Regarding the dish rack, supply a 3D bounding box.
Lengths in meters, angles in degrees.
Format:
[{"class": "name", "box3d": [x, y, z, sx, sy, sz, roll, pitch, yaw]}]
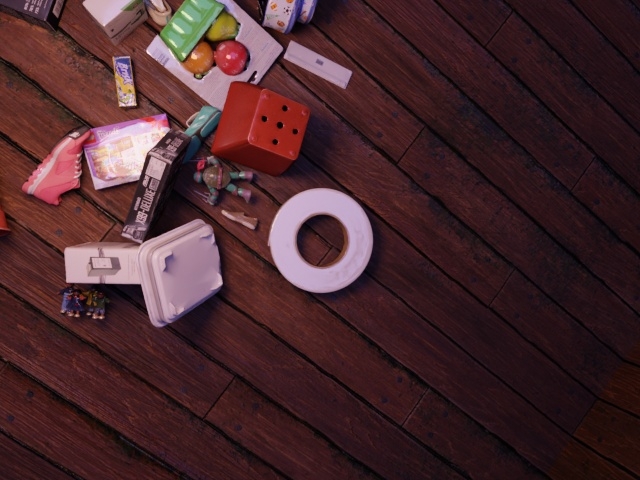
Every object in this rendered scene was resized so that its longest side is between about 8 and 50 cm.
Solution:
[{"class": "dish rack", "box3d": [-0.436, 0.101, 1.625, 0.072, 0.333, 0.286, 2, 110, 27]}]

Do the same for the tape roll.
[{"class": "tape roll", "box3d": [0.000, 0.000, 1.842, 0.391, 0.072, 0.392, -1, 93, -11]}]

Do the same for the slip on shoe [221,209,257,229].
[{"class": "slip on shoe", "box3d": [-0.290, -0.085, 1.789, 0.135, 0.051, 0.041, 27, 92, -14]}]

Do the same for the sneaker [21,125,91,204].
[{"class": "sneaker", "box3d": [-0.836, -0.246, 1.639, 0.314, 0.116, 0.136, -43, 116, 14]}]

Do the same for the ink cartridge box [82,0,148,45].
[{"class": "ink cartridge box", "box3d": [-0.655, -0.743, 1.606, 0.160, 0.219, 0.092, -44, 103, -6]}]

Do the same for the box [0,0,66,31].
[{"class": "box", "box3d": [-0.949, -0.798, 1.600, 0.207, 0.108, 0.153, 20, 89, -11]}]

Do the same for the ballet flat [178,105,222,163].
[{"class": "ballet flat", "box3d": [-0.444, -0.373, 1.729, 0.087, 0.083, 0.247, 31, 75, 18]}]

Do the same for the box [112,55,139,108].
[{"class": "box", "box3d": [-0.665, -0.538, 1.695, 0.059, 0.054, 0.169, -7, 94, -10]}]

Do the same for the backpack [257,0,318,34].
[{"class": "backpack", "box3d": [-0.111, -0.849, 1.703, 0.213, 0.276, 0.263, 23, 101, -10]}]

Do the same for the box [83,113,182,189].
[{"class": "box", "box3d": [-0.648, -0.304, 1.706, 0.293, 0.057, 0.201, -15, 96, -10]}]

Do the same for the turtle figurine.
[{"class": "turtle figurine", "box3d": [-0.360, -0.209, 1.744, 0.234, 0.118, 0.175, 9, 91, -17]}]

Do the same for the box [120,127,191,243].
[{"class": "box", "box3d": [-0.521, -0.178, 1.584, 0.076, 0.242, 0.307, 24, 118, -11]}]

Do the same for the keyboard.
[{"class": "keyboard", "box3d": [-0.007, -0.653, 1.844, 0.256, 0.014, 0.072, 24, 83, -12]}]

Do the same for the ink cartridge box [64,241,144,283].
[{"class": "ink cartridge box", "box3d": [-0.657, 0.071, 1.627, 0.272, 0.198, 0.115, 1, 95, 0]}]

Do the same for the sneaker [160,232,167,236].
[{"class": "sneaker", "box3d": [-0.538, 0.036, 1.750, 0.070, 0.051, 0.134, 4, 98, 2]}]

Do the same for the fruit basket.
[{"class": "fruit basket", "box3d": [-0.360, -0.662, 1.719, 0.353, 0.165, 0.327, 36, 92, -31]}]

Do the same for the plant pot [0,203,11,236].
[{"class": "plant pot", "box3d": [-1.126, -0.144, 1.529, 0.272, 0.272, 0.265, -8, 86, -11]}]

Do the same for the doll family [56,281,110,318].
[{"class": "doll family", "box3d": [-0.809, 0.198, 1.690, 0.192, 0.076, 0.111, 5, 96, -8]}]

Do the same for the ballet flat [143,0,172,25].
[{"class": "ballet flat", "box3d": [-0.593, -0.851, 1.682, 0.086, 0.086, 0.248, -41, 99, -7]}]

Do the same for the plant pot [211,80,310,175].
[{"class": "plant pot", "box3d": [-0.179, -0.381, 1.673, 0.267, 0.235, 0.268, 17, 89, -29]}]
